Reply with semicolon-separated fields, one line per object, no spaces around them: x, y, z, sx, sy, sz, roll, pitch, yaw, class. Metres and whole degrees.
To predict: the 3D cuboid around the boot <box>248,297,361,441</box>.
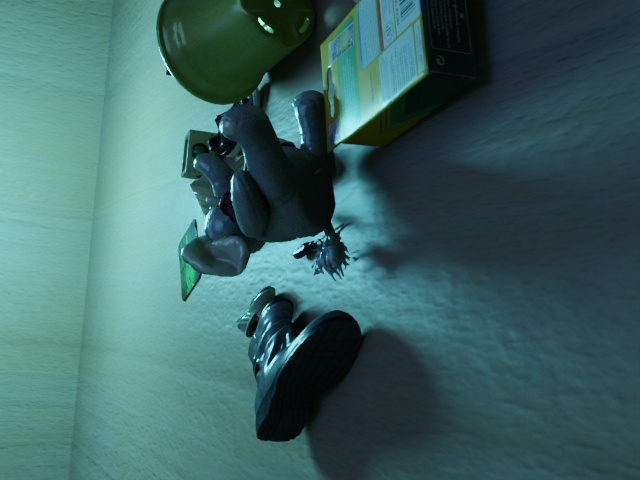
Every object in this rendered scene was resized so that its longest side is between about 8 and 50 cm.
-0.054;0.181;1.350;0.338;0.118;0.222;-56;32;35;boot

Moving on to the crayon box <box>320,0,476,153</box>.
0.104;-0.274;1.145;0.323;0.083;0.203;151;118;-63;crayon box

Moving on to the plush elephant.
-0.109;-0.074;1.293;0.256;0.272;0.329;-9;108;32;plush elephant

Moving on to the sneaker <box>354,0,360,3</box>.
0.033;-0.471;1.297;0.314;0.136;0.115;53;131;53;sneaker

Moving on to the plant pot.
-0.154;-0.446;1.559;0.254;0.276;0.275;-11;74;49;plant pot

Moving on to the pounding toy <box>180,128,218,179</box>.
-0.296;-0.208;1.939;0.141;0.100;0.130;170;106;-73;pounding toy

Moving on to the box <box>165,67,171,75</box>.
-0.374;-0.608;2.108;0.270;0.060;0.216;-95;19;-50;box

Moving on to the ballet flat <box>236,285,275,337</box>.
-0.123;0.150;1.565;0.052;0.057;0.168;55;143;14;ballet flat

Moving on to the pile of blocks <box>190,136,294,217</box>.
-0.127;-0.118;1.592;0.362;0.149;0.112;-12;30;52;pile of blocks

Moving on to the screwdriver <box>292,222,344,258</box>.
0.000;0.000;1.391;0.170;0.025;0.024;-29;58;47;screwdriver

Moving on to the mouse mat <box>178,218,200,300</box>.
-0.362;0.053;2.081;0.152;0.007;0.189;-51;42;46;mouse mat

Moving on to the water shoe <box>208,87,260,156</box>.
-0.203;-0.277;1.769;0.203;0.080;0.073;-62;34;35;water shoe
